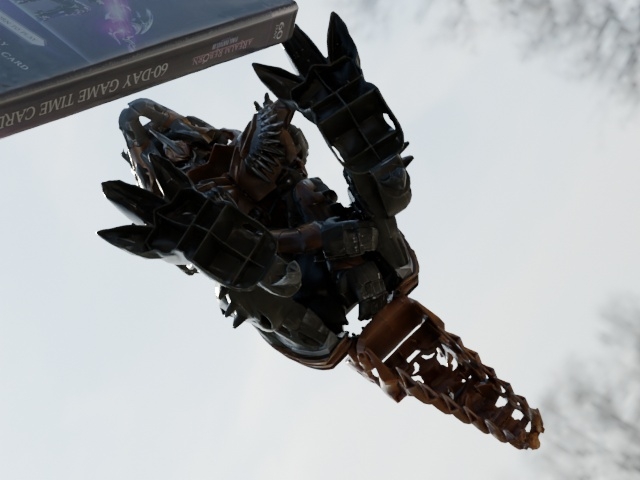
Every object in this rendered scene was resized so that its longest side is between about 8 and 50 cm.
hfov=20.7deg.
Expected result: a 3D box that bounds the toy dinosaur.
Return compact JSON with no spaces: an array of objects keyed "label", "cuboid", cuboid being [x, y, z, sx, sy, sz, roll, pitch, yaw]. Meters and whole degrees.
[{"label":"toy dinosaur","cuboid":[0.000,0.000,0.990,0.164,0.322,0.218,-64,-24,-22]}]

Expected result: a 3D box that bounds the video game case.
[{"label":"video game case","cuboid":[-0.168,-0.110,0.761,0.274,0.196,0.026,-25,-39,-47]}]
